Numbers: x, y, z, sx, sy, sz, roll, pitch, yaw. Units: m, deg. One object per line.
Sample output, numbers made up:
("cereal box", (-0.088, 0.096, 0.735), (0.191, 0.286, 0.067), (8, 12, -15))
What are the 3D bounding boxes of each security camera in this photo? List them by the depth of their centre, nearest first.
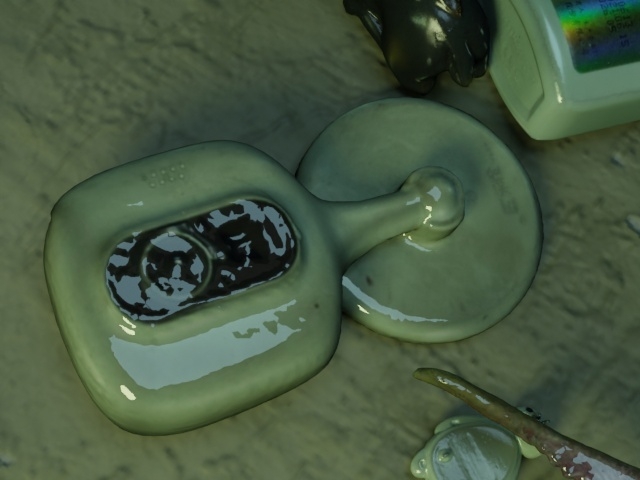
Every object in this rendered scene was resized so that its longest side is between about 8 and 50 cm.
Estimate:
("security camera", (0.000, 0.000, 0.621), (0.302, 0.080, 0.157), (-19, 74, -21))

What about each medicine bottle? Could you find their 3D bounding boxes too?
("medicine bottle", (0.221, -0.145, 0.717), (0.229, 0.083, 0.121), (-13, 70, -18))

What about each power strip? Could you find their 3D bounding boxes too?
("power strip", (0.093, 0.118, 0.615), (0.083, 0.035, 0.055), (-24, 76, -17))

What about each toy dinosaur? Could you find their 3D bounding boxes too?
("toy dinosaur", (0.186, 0.157, 0.576), (0.200, 0.072, 0.251), (-10, 74, -28))

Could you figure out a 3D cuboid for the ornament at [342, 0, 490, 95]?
("ornament", (0.042, -0.204, 0.617), (0.080, 0.236, 0.202), (-24, 74, -8))
